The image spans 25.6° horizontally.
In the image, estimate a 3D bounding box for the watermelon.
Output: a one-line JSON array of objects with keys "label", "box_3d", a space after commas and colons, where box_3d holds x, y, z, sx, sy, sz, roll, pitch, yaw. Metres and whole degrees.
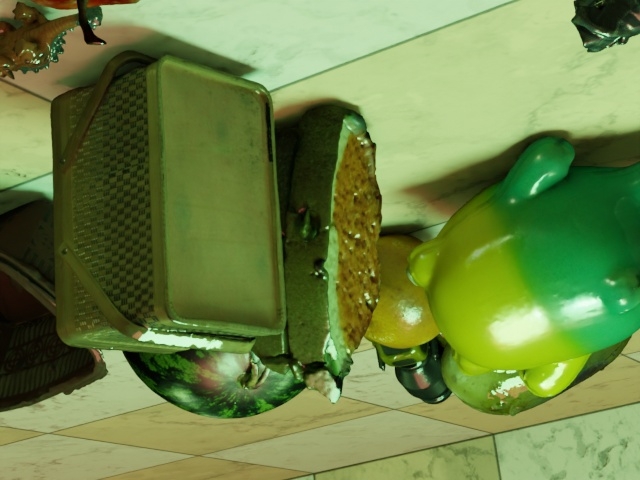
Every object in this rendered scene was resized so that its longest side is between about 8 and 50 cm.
[{"label": "watermelon", "box_3d": [-0.108, 0.086, 1.656, 0.269, 0.269, 0.269, -7, 162, -2]}]

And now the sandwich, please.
[{"label": "sandwich", "box_3d": [-0.004, -0.006, 1.480, 0.109, 0.292, 0.212, 5, -153, 21]}]

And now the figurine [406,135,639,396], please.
[{"label": "figurine", "box_3d": [0.280, 0.031, 1.634, 0.340, 0.231, 0.323, -25, 116, 15]}]

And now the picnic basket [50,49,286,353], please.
[{"label": "picnic basket", "box_3d": [-0.139, -0.028, 1.282, 0.139, 0.267, 0.165, -13, 166, 38]}]

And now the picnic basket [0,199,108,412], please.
[{"label": "picnic basket", "box_3d": [-0.354, 0.071, 1.594, 0.297, 0.129, 0.222, -21, 120, 40]}]

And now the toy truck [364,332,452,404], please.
[{"label": "toy truck", "box_3d": [0.133, 0.141, 2.027, 0.147, 0.165, 0.224, -12, 161, 17]}]

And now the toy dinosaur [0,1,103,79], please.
[{"label": "toy dinosaur", "box_3d": [-0.236, -0.164, 1.160, 0.154, 0.049, 0.055, -15, 158, 36]}]

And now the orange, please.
[{"label": "orange", "box_3d": [0.100, 0.061, 1.828, 0.136, 0.159, 0.159, -44, -178, -32]}]

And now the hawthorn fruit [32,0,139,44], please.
[{"label": "hawthorn fruit", "box_3d": [-0.137, -0.204, 0.862, 0.157, 0.194, 0.157, -1, 152, 0]}]

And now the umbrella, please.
[{"label": "umbrella", "box_3d": [0.319, -0.224, 1.181, 0.224, 0.080, 0.071, -17, 125, 16]}]

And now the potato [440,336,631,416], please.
[{"label": "potato", "box_3d": [0.308, 0.128, 1.970, 0.307, 0.173, 0.210, -33, 157, -11]}]
